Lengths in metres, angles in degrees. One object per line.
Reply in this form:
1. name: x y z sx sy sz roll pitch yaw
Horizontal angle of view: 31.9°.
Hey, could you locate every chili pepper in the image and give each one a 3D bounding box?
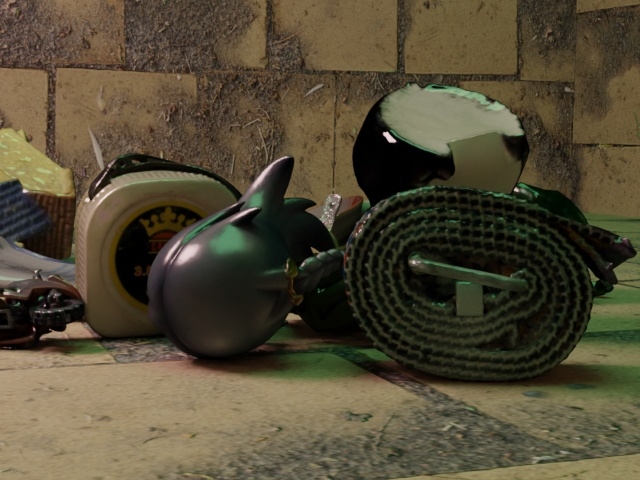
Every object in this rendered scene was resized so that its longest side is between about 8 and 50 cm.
1. chili pepper: 0.363 0.021 1.829 0.165 0.261 0.174 -50 17 -29

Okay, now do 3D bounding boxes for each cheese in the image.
1. cheese: 0.000 0.000 1.928 0.097 0.192 0.037 5 -31 24

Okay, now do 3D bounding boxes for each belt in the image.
1. belt: 0.168 0.049 1.220 0.295 0.206 0.160 16 1 2

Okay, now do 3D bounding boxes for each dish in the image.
1. dish: -0.027 0.004 2.095 0.260 0.085 0.260 -21 9 3

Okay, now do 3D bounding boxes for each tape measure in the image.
1. tape measure: -0.182 0.001 1.471 0.271 0.231 0.133 -1 14 -18

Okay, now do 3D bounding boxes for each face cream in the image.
1. face cream: -0.402 0.063 1.645 0.421 0.137 0.235 13 5 5

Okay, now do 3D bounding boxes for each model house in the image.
1. model house: -0.614 -0.028 2.105 0.266 0.261 0.321 30 35 22

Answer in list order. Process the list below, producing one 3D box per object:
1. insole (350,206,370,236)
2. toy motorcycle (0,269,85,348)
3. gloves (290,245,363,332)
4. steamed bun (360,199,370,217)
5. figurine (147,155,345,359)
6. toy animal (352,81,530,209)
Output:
1. insole: 0.099 0.002 1.952 0.110 0.012 0.309 -13 29 18
2. toy motorcycle: -0.385 0.087 1.379 0.213 0.084 0.118 -4 13 8
3. gloves: 0.007 0.066 1.472 0.107 0.135 0.268 -44 16 -28
4. steamed bun: 0.158 -0.007 2.138 0.164 0.146 0.242 -4 8 -42
5. figurine: -0.082 0.030 1.315 0.265 0.175 0.197 -47 8 -31
6. toy animal: 0.158 -0.034 1.524 0.251 0.309 0.251 4 31 -2
